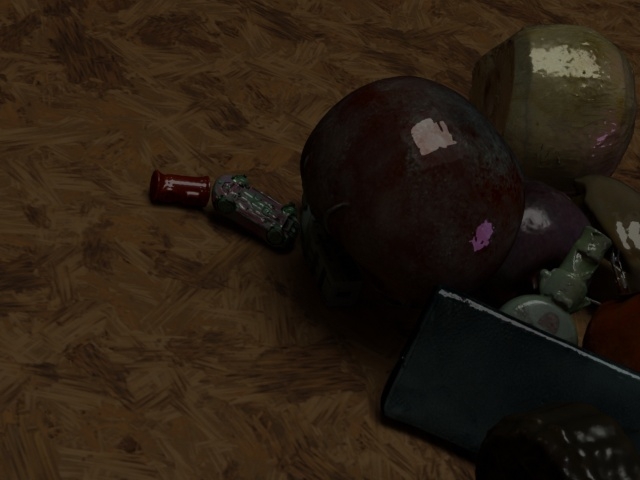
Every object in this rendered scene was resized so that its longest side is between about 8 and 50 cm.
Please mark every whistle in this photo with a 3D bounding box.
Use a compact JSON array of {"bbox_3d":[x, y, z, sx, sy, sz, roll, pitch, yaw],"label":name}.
[{"bbox_3d":[0.316,0.096,1.963,0.126,0.258,0.067,33,-4,-8],"label":"whistle"}]

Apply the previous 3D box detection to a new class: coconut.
[{"bbox_3d":[0.393,-0.217,2.360,0.254,0.297,0.297,8,36,-14],"label":"coconut"}]

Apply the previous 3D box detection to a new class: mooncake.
[{"bbox_3d":[0.275,0.300,1.643,0.124,0.228,0.228,-9,44,-27],"label":"mooncake"}]

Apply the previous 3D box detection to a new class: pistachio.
[{"bbox_3d":[0.466,0.013,2.198,0.197,0.166,0.288,31,20,-36],"label":"pistachio"}]

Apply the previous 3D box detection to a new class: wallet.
[{"bbox_3d":[0.277,0.209,1.796,0.379,0.191,0.046,24,6,3],"label":"wallet"}]

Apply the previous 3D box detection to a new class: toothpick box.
[{"bbox_3d":[-0.202,-0.074,2.039,0.083,0.047,0.047,6,37,-20],"label":"toothpick box"}]

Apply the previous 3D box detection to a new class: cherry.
[{"bbox_3d":[0.300,0.005,2.084,0.213,0.183,0.266,38,13,-33],"label":"cherry"}]

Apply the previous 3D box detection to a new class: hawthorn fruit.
[{"bbox_3d":[0.445,0.150,1.921,0.211,0.211,0.299,-12,73,-40],"label":"hawthorn fruit"}]

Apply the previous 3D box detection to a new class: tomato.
[{"bbox_3d":[0.119,-0.062,1.901,0.317,0.282,0.316,51,0,0],"label":"tomato"}]

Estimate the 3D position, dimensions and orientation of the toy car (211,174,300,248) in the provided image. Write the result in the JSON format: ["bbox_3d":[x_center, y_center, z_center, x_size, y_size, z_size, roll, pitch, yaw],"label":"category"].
[{"bbox_3d":[-0.095,-0.039,2.045,0.142,0.055,0.069,32,42,-4],"label":"toy car"}]

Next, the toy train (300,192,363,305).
[{"bbox_3d":[0.000,0.000,2.046,0.051,0.052,0.234,-1,40,-23],"label":"toy train"}]
